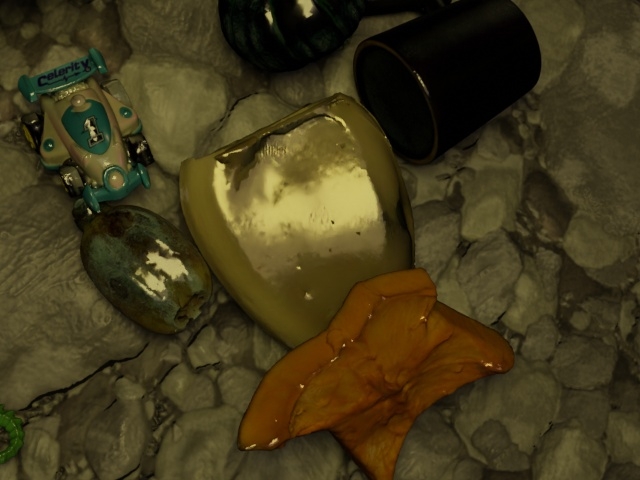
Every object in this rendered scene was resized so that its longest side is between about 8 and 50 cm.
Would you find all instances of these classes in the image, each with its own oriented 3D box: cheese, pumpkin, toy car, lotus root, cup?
[{"bbox_3d":[0.000,0.000,1.064,0.259,0.128,0.316,-29,95,-3],"label":"cheese"},{"bbox_3d":[0.065,0.157,1.006,0.258,0.095,0.290,-50,136,2],"label":"pumpkin"},{"bbox_3d":[-0.262,-0.123,1.002,0.126,0.098,0.161,-25,63,-14],"label":"toy car"},{"bbox_3d":[-0.032,-0.290,1.052,0.194,0.150,0.194,-2,70,6],"label":"pumpkin"},{"bbox_3d":[-0.210,0.021,1.025,0.192,0.088,0.113,42,81,5],"label":"lotus root"},{"bbox_3d":[0.140,-0.238,1.096,0.177,0.166,0.239,-31,94,-18],"label":"cup"}]

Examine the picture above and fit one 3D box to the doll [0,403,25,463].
[{"bbox_3d":[-0.410,0.246,0.967,0.115,0.050,0.190,41,60,11],"label":"doll"}]
